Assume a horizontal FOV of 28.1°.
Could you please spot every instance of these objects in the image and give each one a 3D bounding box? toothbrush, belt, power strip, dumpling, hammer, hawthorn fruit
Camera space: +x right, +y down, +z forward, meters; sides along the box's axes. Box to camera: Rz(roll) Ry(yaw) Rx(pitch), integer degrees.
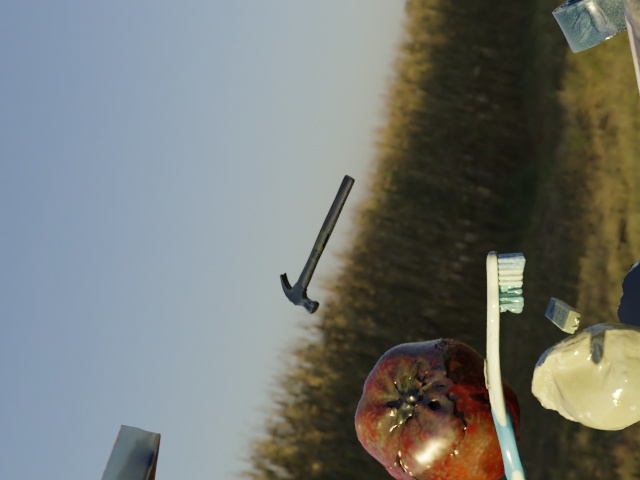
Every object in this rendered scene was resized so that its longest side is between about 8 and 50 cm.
[{"bbox_3d":[0.174,0.200,1.194,0.040,0.040,0.386,-54,-38,-79],"label":"toothbrush"},{"bbox_3d":[0.422,-0.341,1.794,0.082,0.190,0.141,61,176,-10],"label":"belt"},{"bbox_3d":[0.289,0.089,1.531,0.083,0.017,0.027,-132,62,-76],"label":"power strip"},{"bbox_3d":[0.344,0.155,1.532,0.118,0.199,0.136,-70,-36,-55],"label":"dumpling"},{"bbox_3d":[0.000,0.000,1.614,0.017,0.062,0.182,-10,-54,-63],"label":"hammer"},{"bbox_3d":[0.144,0.203,1.453,0.235,0.181,0.181,35,-112,-62],"label":"hawthorn fruit"}]

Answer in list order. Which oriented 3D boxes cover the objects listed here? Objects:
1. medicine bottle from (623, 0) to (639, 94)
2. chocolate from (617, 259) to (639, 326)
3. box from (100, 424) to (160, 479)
[{"bbox_3d":[0.443,-0.195,1.454,0.273,0.165,0.165,64,-147,-45],"label":"medicine bottle"},{"bbox_3d":[0.547,0.074,1.774,0.177,0.224,0.206,-35,-67,-29],"label":"chocolate"},{"bbox_3d":[-0.209,0.357,1.182,0.265,0.048,0.273,-75,-1,-49],"label":"box"}]
